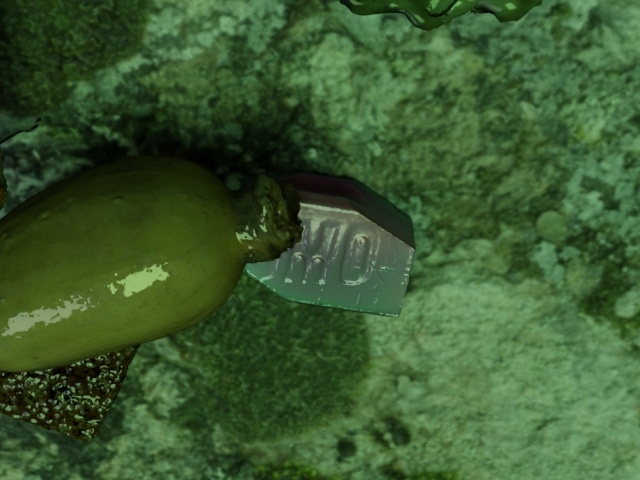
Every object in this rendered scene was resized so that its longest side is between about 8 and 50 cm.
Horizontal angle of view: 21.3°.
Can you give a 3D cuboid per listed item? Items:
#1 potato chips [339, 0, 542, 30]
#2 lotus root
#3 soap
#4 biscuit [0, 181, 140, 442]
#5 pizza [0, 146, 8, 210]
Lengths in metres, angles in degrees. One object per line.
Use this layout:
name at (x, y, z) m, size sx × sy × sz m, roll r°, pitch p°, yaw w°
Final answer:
potato chips at (0.113, -0.358, 1.164) m, size 0.358 × 0.070 × 0.429 m, roll 36°, pitch 104°, yaw -11°
lotus root at (-0.166, 0.015, 1.303) m, size 0.303 × 0.146 × 0.131 m, roll -20°, pitch 144°, yaw 16°
soap at (0.000, 0.000, 1.374) m, size 0.149 × 0.056 × 0.100 m, roll 10°, pitch 116°, yaw -6°
biscuit at (-0.209, 0.066, 1.426) m, size 0.131 × 0.025 × 0.231 m, roll 21°, pitch 116°, yaw -11°
pizza at (-0.290, -0.081, 1.248) m, size 0.201 × 0.053 × 0.193 m, roll -40°, pitch 121°, yaw 17°
